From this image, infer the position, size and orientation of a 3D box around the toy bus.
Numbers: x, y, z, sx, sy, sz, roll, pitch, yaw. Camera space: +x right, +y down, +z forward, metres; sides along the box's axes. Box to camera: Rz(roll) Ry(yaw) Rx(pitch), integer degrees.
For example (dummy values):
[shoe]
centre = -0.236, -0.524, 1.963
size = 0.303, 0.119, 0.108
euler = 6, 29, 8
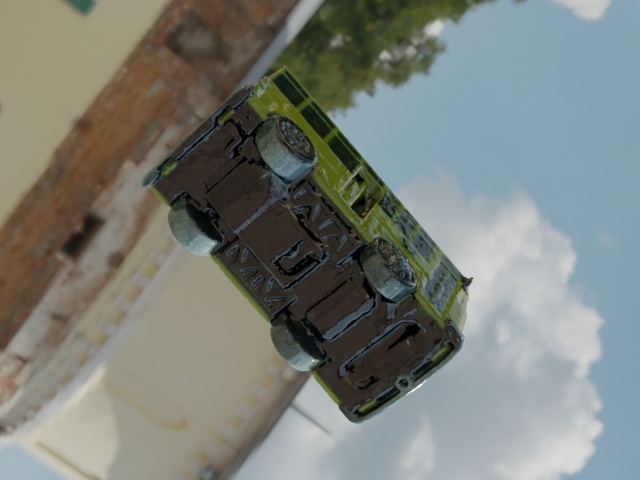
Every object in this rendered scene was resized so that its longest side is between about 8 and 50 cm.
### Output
[toy bus]
centre = 0.000, 0.000, 1.076
size = 0.128, 0.262, 0.150
euler = -39, -175, 23
